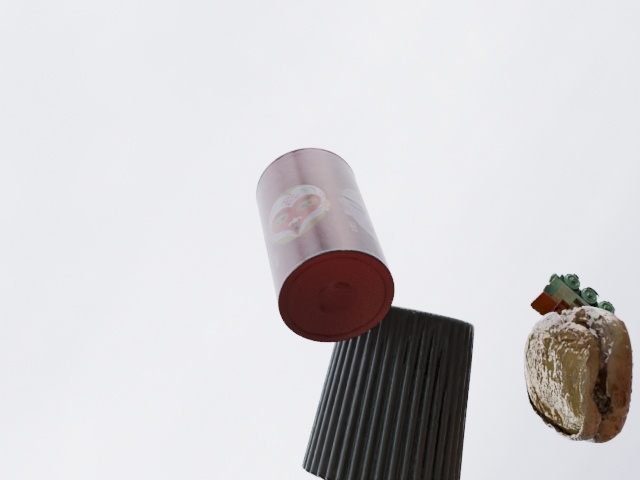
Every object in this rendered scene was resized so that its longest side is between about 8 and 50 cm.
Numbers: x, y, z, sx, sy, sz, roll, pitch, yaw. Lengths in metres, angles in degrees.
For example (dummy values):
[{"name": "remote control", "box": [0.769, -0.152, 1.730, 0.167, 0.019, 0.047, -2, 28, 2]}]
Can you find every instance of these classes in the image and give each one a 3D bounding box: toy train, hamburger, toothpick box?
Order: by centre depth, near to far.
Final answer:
[{"name": "toothpick box", "box": [0.000, 0.000, 1.632, 0.204, 0.333, 0.204, -6, -52, -8]}, {"name": "hamburger", "box": [0.471, 0.250, 1.642, 0.146, 0.243, 0.286, -1, -43, -12]}, {"name": "toy train", "box": [0.544, 0.149, 1.927, 0.118, 0.176, 0.074, -39, -12, -40]}]

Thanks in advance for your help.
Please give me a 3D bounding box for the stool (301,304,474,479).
[{"name": "stool", "box": [0.142, 0.296, 1.702, 0.297, 0.297, 0.330, 18, -99, -45]}]
